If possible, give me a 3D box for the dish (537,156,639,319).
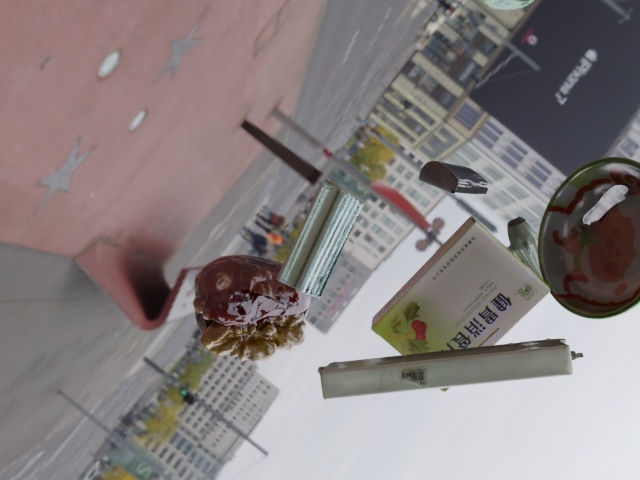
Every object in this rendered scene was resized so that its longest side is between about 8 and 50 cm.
[{"bbox_3d":[0.599,0.003,1.400,0.324,0.124,0.324,-31,-126,56],"label":"dish"}]

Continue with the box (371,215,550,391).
[{"bbox_3d":[0.236,0.111,1.200,0.260,0.175,0.062,-48,-175,14],"label":"box"}]

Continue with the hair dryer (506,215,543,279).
[{"bbox_3d":[0.565,0.075,1.993,0.225,0.219,0.088,-47,176,15],"label":"hair dryer"}]

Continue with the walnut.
[{"bbox_3d":[-0.140,0.145,1.498,0.244,0.269,0.222,-119,-146,-42],"label":"walnut"}]

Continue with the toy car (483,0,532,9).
[{"bbox_3d":[0.301,-0.380,0.962,0.186,0.093,0.058,-42,-131,50],"label":"toy car"}]

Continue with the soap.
[{"bbox_3d":[0.000,0.000,1.268,0.198,0.063,0.114,-65,159,-2],"label":"soap"}]

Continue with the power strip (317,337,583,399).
[{"bbox_3d":[0.178,0.178,0.972,0.367,0.043,0.106,-8,177,9],"label":"power strip"}]

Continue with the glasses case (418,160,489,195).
[{"bbox_3d":[0.234,-0.104,1.193,0.190,0.072,0.042,-4,124,-62],"label":"glasses case"}]
